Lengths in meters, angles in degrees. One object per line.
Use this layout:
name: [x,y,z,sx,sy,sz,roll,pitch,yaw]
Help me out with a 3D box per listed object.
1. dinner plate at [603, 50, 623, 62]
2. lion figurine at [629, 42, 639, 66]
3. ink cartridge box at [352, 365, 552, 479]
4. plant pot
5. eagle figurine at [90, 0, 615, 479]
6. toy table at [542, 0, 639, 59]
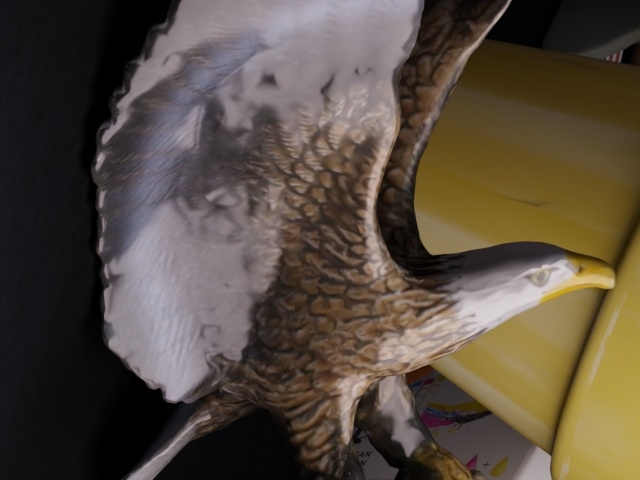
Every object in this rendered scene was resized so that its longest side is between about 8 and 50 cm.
dinner plate: [0.192,-0.101,1.481,0.141,0.017,0.141,-57,161,-31]
lion figurine: [0.299,-0.162,1.579,0.240,0.142,0.392,-47,143,-29]
ink cartridge box: [0.112,0.172,1.242,0.232,0.171,0.168,-53,123,-38]
plant pot: [0.145,0.004,1.079,0.254,0.239,0.254,-55,160,-31]
eagle figurine: [0.011,-0.002,0.830,0.226,0.225,0.298,-154,-129,-68]
toy table: [0.272,-0.206,1.325,0.252,0.161,0.274,-60,163,-16]
